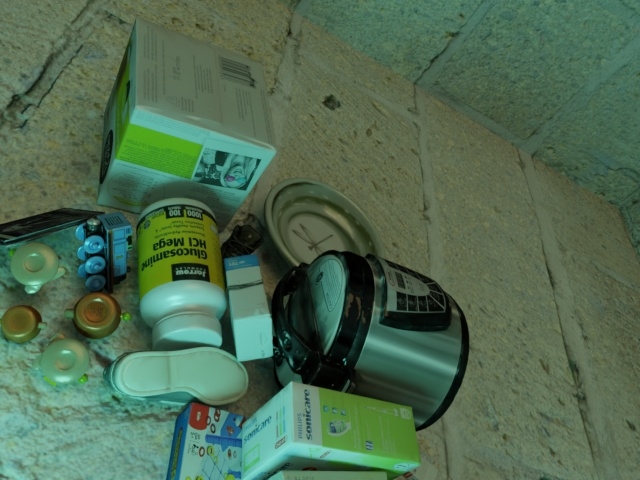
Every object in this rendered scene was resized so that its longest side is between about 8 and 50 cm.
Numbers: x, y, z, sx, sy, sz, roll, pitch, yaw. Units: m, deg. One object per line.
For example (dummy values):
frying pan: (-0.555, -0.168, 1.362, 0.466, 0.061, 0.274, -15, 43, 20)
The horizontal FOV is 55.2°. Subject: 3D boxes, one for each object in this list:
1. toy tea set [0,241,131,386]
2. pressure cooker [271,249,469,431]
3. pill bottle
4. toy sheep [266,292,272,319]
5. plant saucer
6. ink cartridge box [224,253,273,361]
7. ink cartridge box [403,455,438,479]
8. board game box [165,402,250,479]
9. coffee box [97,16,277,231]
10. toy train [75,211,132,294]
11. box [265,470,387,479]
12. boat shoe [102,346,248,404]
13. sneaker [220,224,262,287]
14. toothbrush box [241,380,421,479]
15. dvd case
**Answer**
toy tea set: (-0.551, 0.126, 1.208, 0.336, 0.124, 0.200, 41, 68, -6)
pressure cooker: (0.079, 0.226, 1.405, 0.420, 0.370, 0.376, 23, 74, -20)
pill bottle: (-0.307, 0.085, 1.355, 0.187, 0.188, 0.334, 11, 48, -32)
toy sheep: (-0.154, 0.167, 1.487, 0.091, 0.091, 0.132, 44, 22, 3)
plant saucer: (0.000, 0.000, 1.757, 0.400, 0.100, 0.401, 22, 43, -23)
ink cartridge box: (-0.159, 0.145, 1.340, 0.082, 0.140, 0.191, -6, 41, -10)
ink cartridge box: (0.229, 0.552, 1.488, 0.115, 0.029, 0.063, 39, 39, -1)
board game box: (-0.146, 0.502, 1.180, 0.301, 0.086, 0.308, 22, 43, -23)
coffee box: (-0.347, -0.275, 1.541, 0.338, 0.334, 0.338, 12, 48, -28)
toy train: (-0.453, 0.030, 1.293, 0.105, 0.184, 0.080, -13, 39, -33)
box: (0.000, 0.496, 1.092, 0.232, 0.148, 0.127, 14, 48, -30)
boat shoe: (-0.289, 0.277, 1.251, 0.319, 0.099, 0.116, 16, 67, -45)
sneaker: (-0.223, 0.036, 1.519, 0.087, 0.130, 0.227, 38, 41, -1)
toothbrush box: (0.017, 0.392, 1.184, 0.283, 0.206, 0.122, 20, 44, -26)
dvd case: (-0.589, -0.031, 1.279, 0.221, 0.164, 0.018, -24, 115, -49)
